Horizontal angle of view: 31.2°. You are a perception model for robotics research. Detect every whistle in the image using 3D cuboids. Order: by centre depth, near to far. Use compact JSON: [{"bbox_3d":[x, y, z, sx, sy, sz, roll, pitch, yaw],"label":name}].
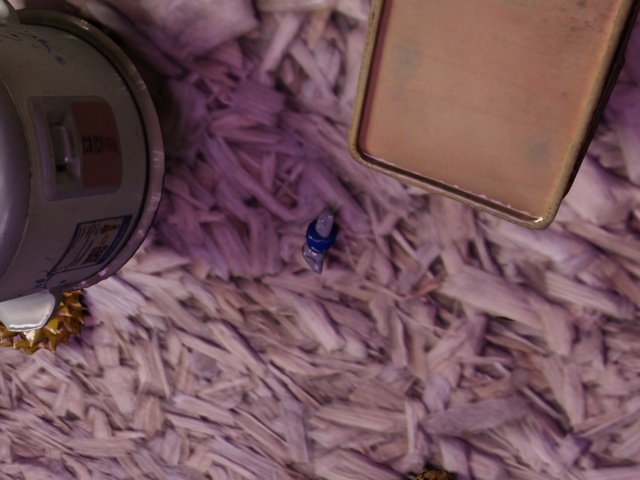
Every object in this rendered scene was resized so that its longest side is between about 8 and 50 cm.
[{"bbox_3d":[0.000,0.000,1.066,0.033,0.029,0.083,55,150,24],"label":"whistle"}]

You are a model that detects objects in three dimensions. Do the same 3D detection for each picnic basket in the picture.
[{"bbox_3d":[0.125,-0.156,0.762,0.165,0.139,0.266,21,137,12],"label":"picnic basket"}]

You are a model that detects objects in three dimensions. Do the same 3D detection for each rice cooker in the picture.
[{"bbox_3d":[-0.288,-0.068,0.992,0.264,0.316,0.316,-10,124,24],"label":"rice cooker"}]

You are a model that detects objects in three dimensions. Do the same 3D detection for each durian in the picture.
[{"bbox_3d":[-0.335,0.070,1.298,0.140,0.078,0.224,35,139,-3],"label":"durian"}]

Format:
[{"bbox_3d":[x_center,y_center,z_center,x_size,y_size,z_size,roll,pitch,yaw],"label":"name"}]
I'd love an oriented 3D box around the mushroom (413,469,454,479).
[{"bbox_3d":[0.072,0.324,1.280,0.227,0.148,0.217,21,119,0],"label":"mushroom"}]
